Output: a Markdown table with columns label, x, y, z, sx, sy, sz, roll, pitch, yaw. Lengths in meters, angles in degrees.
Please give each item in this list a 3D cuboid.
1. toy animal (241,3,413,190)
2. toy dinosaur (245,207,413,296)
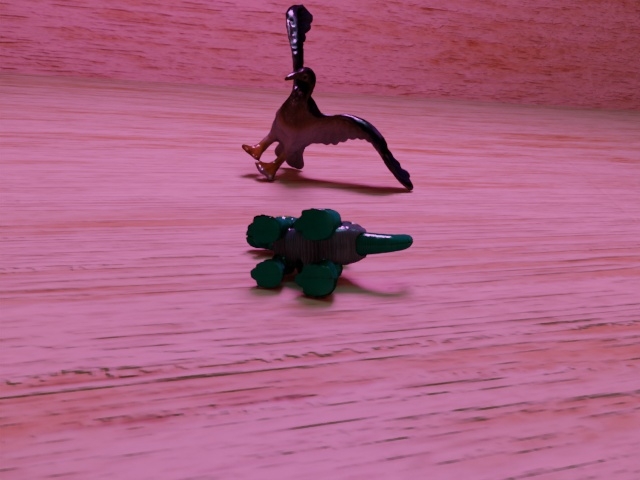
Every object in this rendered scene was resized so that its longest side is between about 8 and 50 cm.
| label | x | y | z | sx | sy | sz | roll | pitch | yaw |
| --- | --- | --- | --- | --- | --- | --- | --- | --- | --- |
| toy animal | -0.017 | -0.138 | 0.725 | 0.272 | 0.160 | 0.197 | 49 | 22 | 9 |
| toy dinosaur | 0.000 | 0.000 | 0.447 | 0.132 | 0.059 | 0.096 | 1 | 10 | 14 |
